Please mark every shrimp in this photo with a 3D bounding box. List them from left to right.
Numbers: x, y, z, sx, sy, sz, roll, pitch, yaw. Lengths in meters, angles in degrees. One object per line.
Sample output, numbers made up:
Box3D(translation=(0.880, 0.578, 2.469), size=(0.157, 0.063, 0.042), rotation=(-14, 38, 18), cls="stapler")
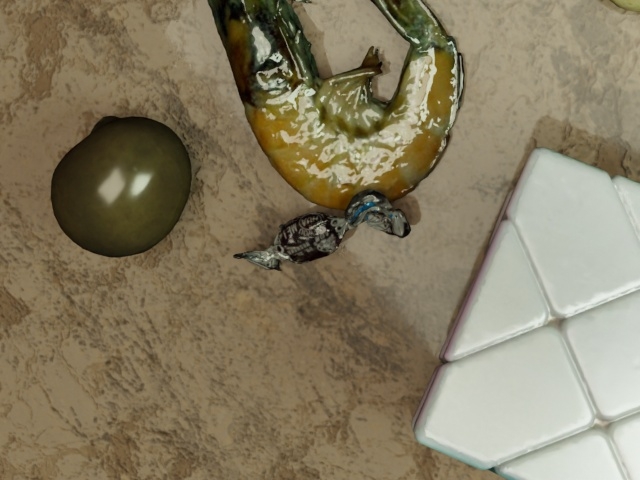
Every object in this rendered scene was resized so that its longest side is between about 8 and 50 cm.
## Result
Box3D(translation=(0.002, -0.250, 1.285), size=(0.272, 0.085, 0.445), rotation=(-28, 96, 12), cls="shrimp")

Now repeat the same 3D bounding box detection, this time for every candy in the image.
Box3D(translation=(0.000, 0.000, 1.318), size=(0.226, 0.051, 0.094), rotation=(-16, 138, 22), cls="candy")

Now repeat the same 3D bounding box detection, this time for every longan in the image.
Box3D(translation=(-0.249, -0.067, 1.329), size=(0.189, 0.189, 0.189), rotation=(2, 100, 12), cls="longan")

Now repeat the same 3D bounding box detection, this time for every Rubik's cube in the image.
Box3D(translation=(0.298, 0.126, 1.126), size=(0.322, 0.316, 0.318), rotation=(23, 83, 7), cls="Rubik's cube")

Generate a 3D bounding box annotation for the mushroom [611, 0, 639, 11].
Box3D(translation=(0.356, -0.328, 1.179), size=(0.148, 0.112, 0.148), rotation=(3, 103, 11), cls="mushroom")
